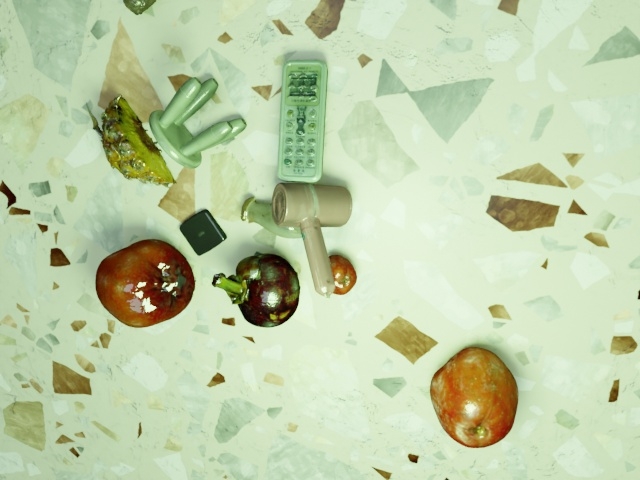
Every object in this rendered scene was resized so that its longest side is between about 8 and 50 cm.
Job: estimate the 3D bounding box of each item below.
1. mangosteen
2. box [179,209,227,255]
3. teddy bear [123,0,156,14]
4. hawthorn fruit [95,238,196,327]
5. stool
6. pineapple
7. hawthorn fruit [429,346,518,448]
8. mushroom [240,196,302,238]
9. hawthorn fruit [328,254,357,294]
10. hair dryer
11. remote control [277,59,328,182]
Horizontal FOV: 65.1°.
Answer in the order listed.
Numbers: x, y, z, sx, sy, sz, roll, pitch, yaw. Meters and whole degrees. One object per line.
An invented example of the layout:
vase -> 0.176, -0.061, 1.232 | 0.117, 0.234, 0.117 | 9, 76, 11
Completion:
mangosteen -> -0.199, 0.150, 1.526 | 0.289, 0.231, 0.231 | 8, 115, -31
box -> -0.382, -0.026, 1.629 | 0.126, 0.027, 0.125 | -30, 98, 20
teddy bear -> -0.511, -0.740, 1.360 | 0.190, 0.177, 0.140 | 42, 66, -5
hawthorn fruit -> -0.560, 0.133, 1.580 | 0.311, 0.295, 0.295 | 1, 109, 7
stool -> -0.350, -0.334, 1.428 | 0.198, 0.195, 0.195 | -32, 100, 17
pineapple -> -0.604, -0.280, 1.515 | 0.158, 0.161, 0.335 | -19, 106, 18
hawthorn fruit -> 0.469, 0.476, 1.519 | 0.284, 0.284, 0.284 | 3, 109, 10
mushroom -> -0.134, -0.068, 1.538 | 0.225, 0.093, 0.116 | 5, 87, 19
hawthorn fruit -> 0.054, 0.106, 1.540 | 0.128, 0.128, 0.128 | 3, 109, 10
hair dryer -> 0.000, 0.000, 1.390 | 0.210, 0.352, 0.125 | 0, 151, -26
remote control -> -0.048, -0.330, 1.402 | 0.128, 0.065, 0.335 | 4, 92, 12
